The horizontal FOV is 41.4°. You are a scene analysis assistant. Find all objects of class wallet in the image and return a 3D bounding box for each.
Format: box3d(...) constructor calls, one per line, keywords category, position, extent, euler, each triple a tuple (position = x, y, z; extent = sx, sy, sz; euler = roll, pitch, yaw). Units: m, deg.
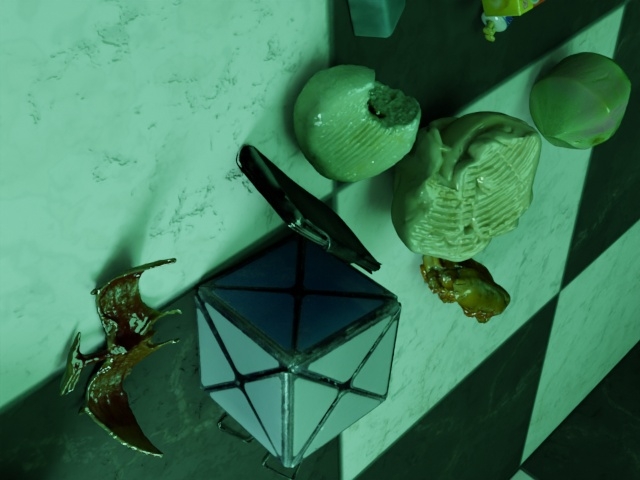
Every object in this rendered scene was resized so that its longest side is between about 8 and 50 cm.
box3d(category="wallet", position=(-0.010, -0.035, 1.384), extent=(0.045, 0.172, 0.318), euler=(-44, 149, 8))

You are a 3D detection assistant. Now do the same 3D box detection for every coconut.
box3d(category="coconut", position=(0.573, -0.301, 1.882), extent=(0.236, 0.236, 0.204), euler=(-44, 111, -19))

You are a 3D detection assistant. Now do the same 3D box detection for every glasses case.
box3d(category="glasses case", position=(0.082, -0.432, 1.262), extent=(0.105, 0.056, 0.266), euler=(-42, 145, -19))

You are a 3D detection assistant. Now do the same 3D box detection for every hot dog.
box3d(category="hot dog", position=(0.333, 0.107, 1.971), extent=(0.117, 0.158, 0.349), euler=(-43, 153, 13))

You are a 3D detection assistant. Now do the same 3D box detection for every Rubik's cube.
box3d(category="Rubik's cube", position=(-0.045, 0.182, 1.447), extent=(0.260, 0.259, 0.255), euler=(-25, 135, -33))

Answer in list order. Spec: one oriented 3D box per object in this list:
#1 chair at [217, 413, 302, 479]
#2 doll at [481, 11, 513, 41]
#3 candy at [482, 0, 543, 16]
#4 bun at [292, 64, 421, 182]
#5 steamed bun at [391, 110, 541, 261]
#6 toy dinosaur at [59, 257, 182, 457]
box3d(category="chair", position=(-0.065, 0.326, 1.652), extent=(0.221, 0.140, 0.145), euler=(-55, 148, -9))
box3d(category="doll", position=(0.350, -0.445, 1.602), extent=(0.143, 0.057, 0.099), euler=(-57, 155, -10))
box3d(category="candy", position=(0.394, -0.519, 1.527), extent=(0.276, 0.088, 0.146), euler=(-33, 121, -30))
box3d(category="bun", position=(0.053, -0.201, 1.357), extent=(0.204, 0.126, 0.212), euler=(-24, 136, -2))
box3d(category="steamed bun", position=(0.261, -0.123, 1.634), extent=(0.276, 0.203, 0.289), euler=(12, 108, -28))
box3d(category="toy dinosaur", position=(-0.271, 0.162, 1.264), extent=(0.206, 0.113, 0.327), euler=(17, 102, -56))
